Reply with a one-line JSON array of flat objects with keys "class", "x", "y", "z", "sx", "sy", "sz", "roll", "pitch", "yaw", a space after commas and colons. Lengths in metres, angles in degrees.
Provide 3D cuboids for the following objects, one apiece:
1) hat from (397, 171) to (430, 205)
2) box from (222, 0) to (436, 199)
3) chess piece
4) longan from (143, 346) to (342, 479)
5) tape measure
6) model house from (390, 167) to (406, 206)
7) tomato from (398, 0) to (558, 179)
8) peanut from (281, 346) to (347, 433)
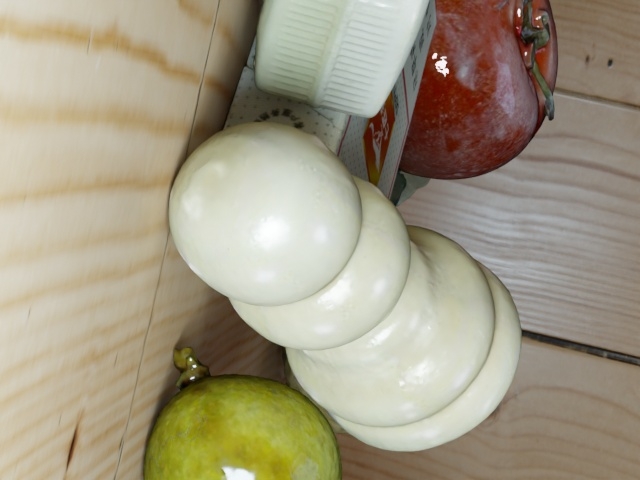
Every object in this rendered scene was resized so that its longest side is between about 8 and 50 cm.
[{"class": "hat", "x": 0.007, "y": -0.024, "z": 2.003, "sx": 0.245, "sy": 0.149, "sz": 0.214, "roll": -21, "pitch": -151, "yaw": 49}, {"class": "box", "x": 0.013, "y": -0.124, "z": 1.472, "sx": 0.210, "sy": 0.095, "sz": 0.330, "roll": 78, "pitch": 23, "yaw": -55}, {"class": "chess piece", "x": 0.009, "y": 0.026, "z": 1.250, "sx": 0.300, "sy": 0.167, "sz": 0.167, "roll": 41, "pitch": 58, "yaw": -53}, {"class": "longan", "x": -0.062, "y": 0.155, "z": 1.332, "sx": 0.176, "sy": 0.145, "sz": 0.155, "roll": 64, "pitch": -34, "yaw": 15}, {"class": "tape measure", "x": 0.026, "y": -0.250, "z": 1.284, "sx": 0.231, "sy": 0.133, "sz": 0.271, "roll": 110, "pitch": -4, "yaw": -58}, {"class": "model house", "x": 0.000, "y": 0.000, "z": 1.775, "sx": 0.148, "sy": 0.119, "sz": 0.148, "roll": -67, "pitch": 177, "yaw": -63}, {"class": "tomato", "x": 0.116, "y": -0.191, "z": 1.849, "sx": 0.270, "sy": 0.227, "sz": 0.270, "roll": -5, "pitch": 90, "yaw": -69}, {"class": "peanut", "x": 0.033, "y": 0.139, "z": 2.073, "sx": 0.325, "sy": 0.153, "sz": 0.140, "roll": -146, "pitch": -122, "yaw": -78}]
